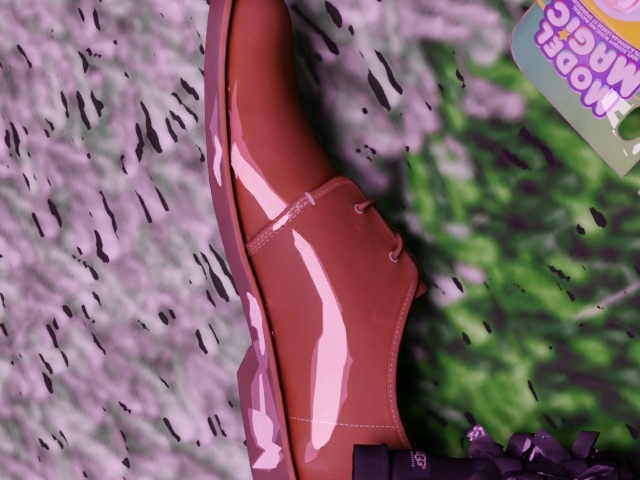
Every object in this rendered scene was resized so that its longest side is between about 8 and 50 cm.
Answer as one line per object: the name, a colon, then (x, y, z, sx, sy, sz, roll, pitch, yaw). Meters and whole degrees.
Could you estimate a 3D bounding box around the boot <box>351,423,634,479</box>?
boot: (0.059, 0.119, 0.538, 0.099, 0.045, 0.121, 2, 122, 1)

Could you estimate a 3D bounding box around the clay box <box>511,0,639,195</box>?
clay box: (0.178, -0.099, 0.476, 0.222, 0.053, 0.127, -46, 72, 21)

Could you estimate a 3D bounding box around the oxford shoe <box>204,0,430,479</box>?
oxford shoe: (0.000, 0.000, 0.572, 0.076, 0.076, 0.212, -11, 91, 8)
